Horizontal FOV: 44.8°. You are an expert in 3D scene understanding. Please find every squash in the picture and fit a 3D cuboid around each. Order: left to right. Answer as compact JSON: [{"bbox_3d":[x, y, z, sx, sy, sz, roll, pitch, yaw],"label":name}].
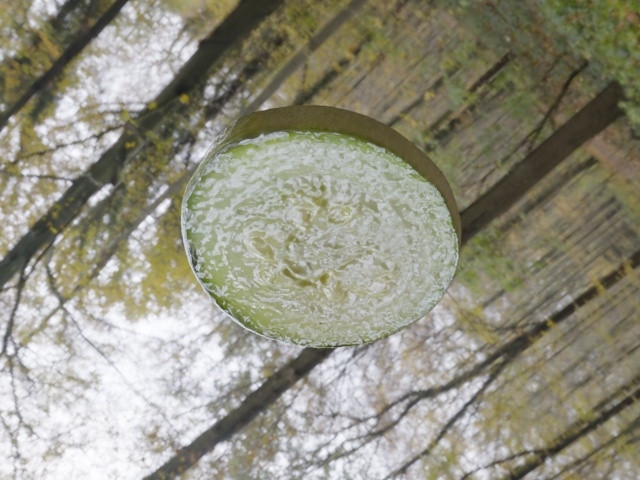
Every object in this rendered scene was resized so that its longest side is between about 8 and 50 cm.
[{"bbox_3d":[0.000,0.000,0.699,0.252,0.252,0.049,42,-148,-18],"label":"squash"}]
